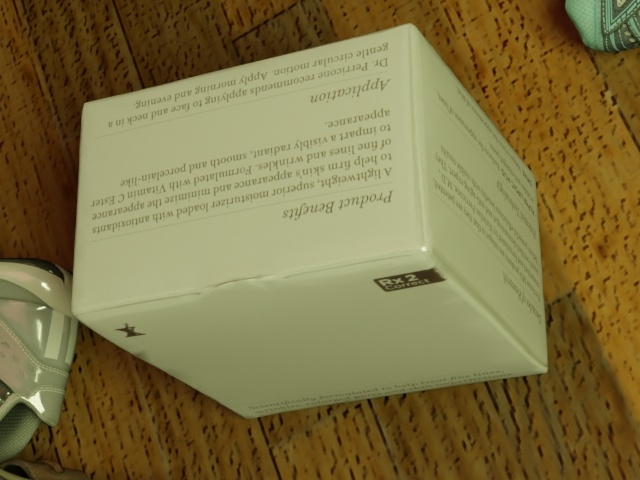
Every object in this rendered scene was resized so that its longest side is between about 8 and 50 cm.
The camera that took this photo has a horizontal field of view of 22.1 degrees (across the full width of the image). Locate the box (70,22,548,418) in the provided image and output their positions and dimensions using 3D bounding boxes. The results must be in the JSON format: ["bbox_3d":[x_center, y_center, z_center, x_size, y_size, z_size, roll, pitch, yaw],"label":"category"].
[{"bbox_3d":[0.000,0.000,0.818,0.181,0.182,0.119,-11,64,22],"label":"box"}]

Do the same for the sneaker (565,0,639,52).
[{"bbox_3d":[0.149,-0.229,0.879,0.122,0.110,0.283,-22,62,21],"label":"sneaker"}]

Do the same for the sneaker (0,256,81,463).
[{"bbox_3d":[-0.247,0.081,0.968,0.228,0.086,0.132,-4,71,24],"label":"sneaker"}]

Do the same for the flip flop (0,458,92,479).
[{"bbox_3d":[-0.145,0.162,0.889,0.277,0.080,0.112,4,97,12],"label":"flip flop"}]
